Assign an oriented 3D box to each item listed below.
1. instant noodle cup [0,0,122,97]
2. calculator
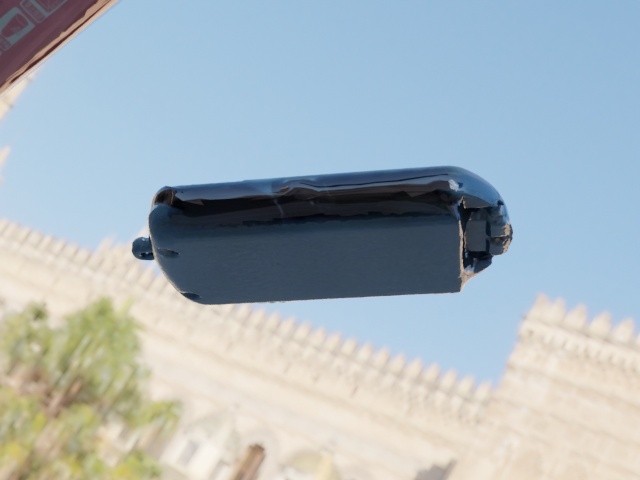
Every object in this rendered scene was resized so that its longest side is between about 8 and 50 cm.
[{"bbox_3d":[-0.208,-0.173,0.791,0.244,0.255,0.244,46,0,0],"label":"instant noodle cup"},{"bbox_3d":[0.000,0.000,1.121,0.293,0.051,0.173,-4,-23,4],"label":"calculator"}]
